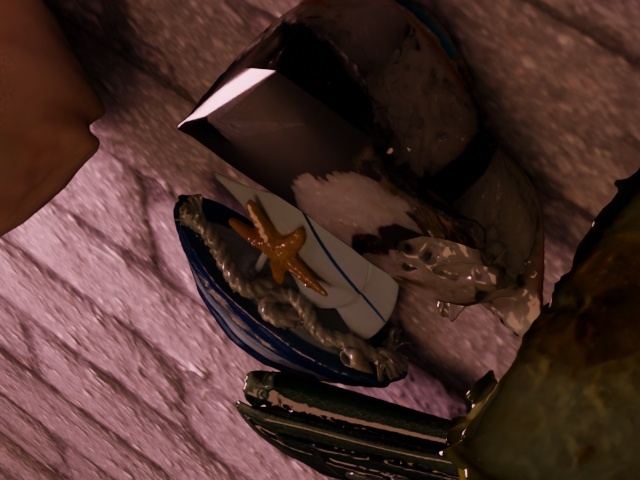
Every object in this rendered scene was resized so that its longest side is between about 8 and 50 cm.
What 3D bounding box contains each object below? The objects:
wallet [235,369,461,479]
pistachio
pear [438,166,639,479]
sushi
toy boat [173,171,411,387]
[{"bbox_3d":[0.063,0.167,1.439,0.236,0.055,0.160,15,163,25],"label":"wallet"},{"bbox_3d":[-0.284,-0.099,1.404,0.238,0.229,0.321,13,172,-16],"label":"pistachio"},{"bbox_3d":[0.198,0.119,0.987,0.164,0.238,0.255,20,147,30],"label":"pear"},{"bbox_3d":[0.062,-0.050,1.107,0.273,0.109,0.134,36,156,-22],"label":"sushi"},{"bbox_3d":[0.000,0.000,1.354,0.220,0.067,0.291,40,145,5],"label":"toy boat"}]
